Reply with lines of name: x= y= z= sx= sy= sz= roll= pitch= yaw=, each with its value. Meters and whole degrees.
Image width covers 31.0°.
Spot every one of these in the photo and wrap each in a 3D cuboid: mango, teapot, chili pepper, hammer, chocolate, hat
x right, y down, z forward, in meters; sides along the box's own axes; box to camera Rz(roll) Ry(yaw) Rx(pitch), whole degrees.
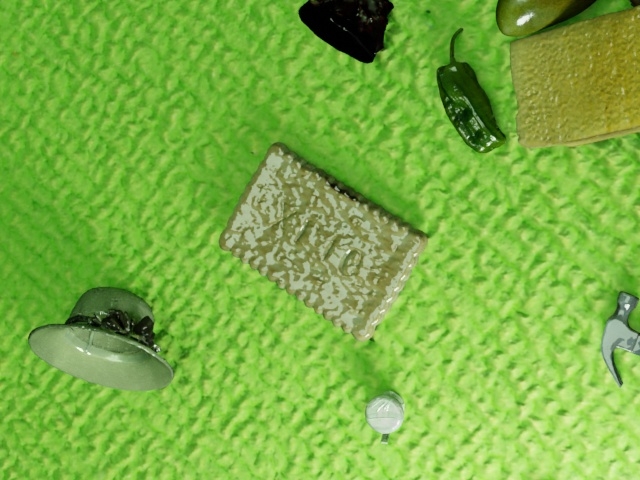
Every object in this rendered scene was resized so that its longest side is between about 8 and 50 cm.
mango: x=0.370 y=-0.401 z=1.723 sx=0.267 sy=0.133 sz=0.111 roll=-46 pitch=58 yaw=-6
teapot: x=0.108 y=0.287 z=1.885 sx=0.064 sy=0.064 sz=0.083 roll=3 pitch=97 yaw=14
chili pepper: x=0.224 y=-0.233 z=1.829 sx=0.072 sy=0.073 sz=0.204 roll=-30 pitch=80 yaw=32
hammer: x=0.561 y=0.194 z=1.729 sx=0.290 sy=0.037 sz=0.137 roll=23 pitch=99 yaw=18
chocolate: x=0.056 y=-0.380 z=1.860 sx=0.156 sy=0.156 sz=0.133 roll=29 pitch=84 yaw=17
hat: x=-0.367 y=0.153 z=2.006 sx=0.257 sy=0.257 sz=0.130 roll=0 pitch=60 yaw=20

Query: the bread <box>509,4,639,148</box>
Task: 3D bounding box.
bread: x=0.420 y=-0.238 z=1.697 sx=0.275 sy=0.114 sz=0.184 roll=-10 pitch=84 yaw=40

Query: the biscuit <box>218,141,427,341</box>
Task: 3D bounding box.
biscuit: x=0.000 y=0.000 z=1.927 sx=0.325 sy=0.044 sz=0.217 roll=32 pitch=101 yaw=16

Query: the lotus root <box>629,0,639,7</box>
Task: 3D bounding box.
lotus root: x=0.548 y=-0.431 z=1.669 sx=0.188 sy=0.199 sz=0.180 roll=16 pitch=60 yaw=-5
